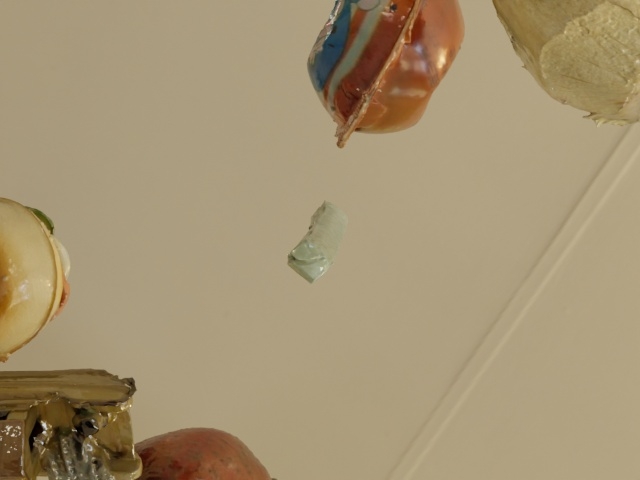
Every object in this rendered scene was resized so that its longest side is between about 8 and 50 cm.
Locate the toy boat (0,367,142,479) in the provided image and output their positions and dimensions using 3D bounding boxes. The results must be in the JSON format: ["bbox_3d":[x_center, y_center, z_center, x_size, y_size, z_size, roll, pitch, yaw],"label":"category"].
[{"bbox_3d":[-0.414,0.222,1.303,0.446,0.162,0.135,-1,-65,3],"label":"toy boat"}]

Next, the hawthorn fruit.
[{"bbox_3d":[-0.147,0.331,1.482,0.215,0.250,0.215,19,-67,54],"label":"hawthorn fruit"}]

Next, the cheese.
[{"bbox_3d":[0.079,-0.228,1.219,0.129,0.329,0.217,26,-33,-7],"label":"cheese"}]

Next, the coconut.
[{"bbox_3d":[0.234,-0.204,0.980,0.194,0.194,0.194,19,-55,29],"label":"coconut"}]

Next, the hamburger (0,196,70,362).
[{"bbox_3d":[-0.442,0.050,1.571,0.237,0.147,0.236,0,-91,16],"label":"hamburger"}]

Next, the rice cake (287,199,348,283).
[{"bbox_3d":[0.000,0.000,1.362,0.045,0.245,0.042,40,-77,-2],"label":"rice cake"}]
